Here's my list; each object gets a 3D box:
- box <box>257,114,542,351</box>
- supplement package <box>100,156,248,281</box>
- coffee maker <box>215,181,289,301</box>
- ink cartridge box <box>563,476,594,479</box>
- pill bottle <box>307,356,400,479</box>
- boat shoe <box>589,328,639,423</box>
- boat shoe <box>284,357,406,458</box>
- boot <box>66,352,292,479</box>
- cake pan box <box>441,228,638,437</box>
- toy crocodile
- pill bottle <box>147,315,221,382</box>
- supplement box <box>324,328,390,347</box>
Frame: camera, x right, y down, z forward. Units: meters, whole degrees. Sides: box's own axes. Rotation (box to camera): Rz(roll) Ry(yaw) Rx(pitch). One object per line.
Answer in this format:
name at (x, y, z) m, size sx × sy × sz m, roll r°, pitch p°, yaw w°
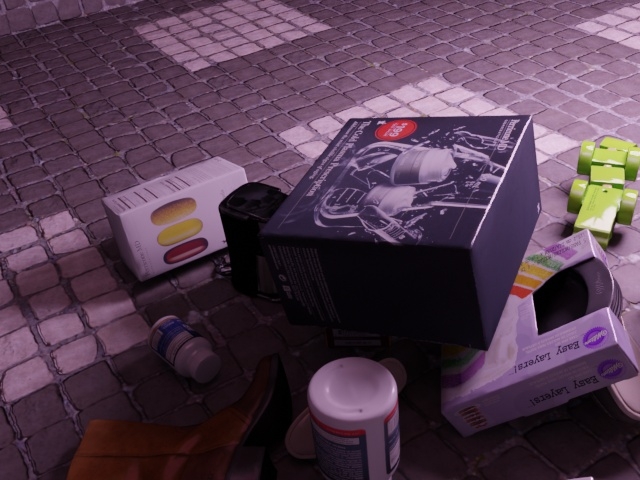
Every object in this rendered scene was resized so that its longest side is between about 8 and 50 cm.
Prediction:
box at (0.135, -0.032, 1.114) m, size 0.312 × 0.179 × 0.343 m, roll 4°, pitch 39°, yaw 28°
supplement package at (-0.259, -0.045, 1.384) m, size 0.244 × 0.139 × 0.134 m, roll -24°, pitch 26°, yaw -22°
coffee maker at (-0.119, 0.001, 1.283) m, size 0.171 × 0.178 × 0.120 m, roll 2°, pitch 36°, yaw 11°
ink cartridge box at (0.295, 0.333, 0.786) m, size 0.235 × 0.056 × 0.171 m, roll -22°, pitch 25°, yaw 32°
pill bottle at (0.044, 0.243, 0.920) m, size 0.107 × 0.180 × 0.108 m, roll -4°, pitch 35°, yaw 3°
boat shoe at (0.391, 0.146, 1.100) m, size 0.112 × 0.095 × 0.335 m, roll 25°, pitch 35°, yaw -19°
boat shoe at (0.032, 0.239, 1.052) m, size 0.206 × 0.075 × 0.065 m, roll -32°, pitch 0°, yaw -24°
boot at (-0.188, 0.267, 1.034) m, size 0.280 × 0.096 × 0.264 m, roll -5°, pitch 43°, yaw 14°
cake pan box at (0.294, 0.125, 1.040) m, size 0.266 × 0.070 × 0.246 m, roll -29°, pitch 29°, yaw 28°
toy crocodile at (0.534, -0.094, 1.397) m, size 0.115 × 0.105 × 0.341 m, roll 10°, pitch 43°, yaw 21°
pill bottle at (-0.210, 0.171, 1.156) m, size 0.067 × 0.067 × 0.120 m, roll -32°, pitch 43°, yaw -32°
supplement box at (0.066, 0.084, 1.222) m, size 0.104 × 0.081 × 0.188 m, roll -1°, pitch 36°, yaw 9°
